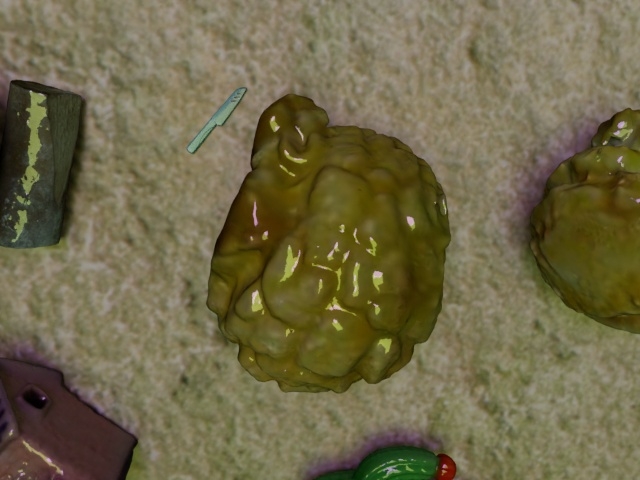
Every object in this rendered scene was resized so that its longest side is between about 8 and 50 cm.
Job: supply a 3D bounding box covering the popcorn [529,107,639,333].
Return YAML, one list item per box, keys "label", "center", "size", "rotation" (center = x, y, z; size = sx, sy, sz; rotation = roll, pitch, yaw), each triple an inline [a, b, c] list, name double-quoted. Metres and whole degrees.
- label: "popcorn"
  center: [0.309, -0.005, 0.459]
  size: [0.221, 0.183, 0.204]
  rotation: [12, 141, 3]

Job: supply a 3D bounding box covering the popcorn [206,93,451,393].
- label: "popcorn"
  center: [0.000, 0.000, 0.463]
  size: [0.237, 0.206, 0.251]
  rotation: [-31, 89, 22]

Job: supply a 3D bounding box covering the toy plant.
- label: "toy plant"
  center: [0.091, 0.308, 0.582]
  size: [0.241, 0.088, 0.154]
  rotation: [-20, 101, 4]

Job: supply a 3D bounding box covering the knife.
- label: "knife"
  center: [-0.107, -0.125, 0.528]
  size: [0.014, 0.005, 0.091]
  rotation: [41, 100, -7]

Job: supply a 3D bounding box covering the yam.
- label: "yam"
  center: [-0.287, -0.072, 0.513]
  size: [0.069, 0.068, 0.169]
  rotation: [17, 103, -3]

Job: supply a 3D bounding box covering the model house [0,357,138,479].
- label: "model house"
  center: [-0.369, 0.261, 0.519]
  size: [0.237, 0.202, 0.237]
  rotation: [43, 100, -9]
